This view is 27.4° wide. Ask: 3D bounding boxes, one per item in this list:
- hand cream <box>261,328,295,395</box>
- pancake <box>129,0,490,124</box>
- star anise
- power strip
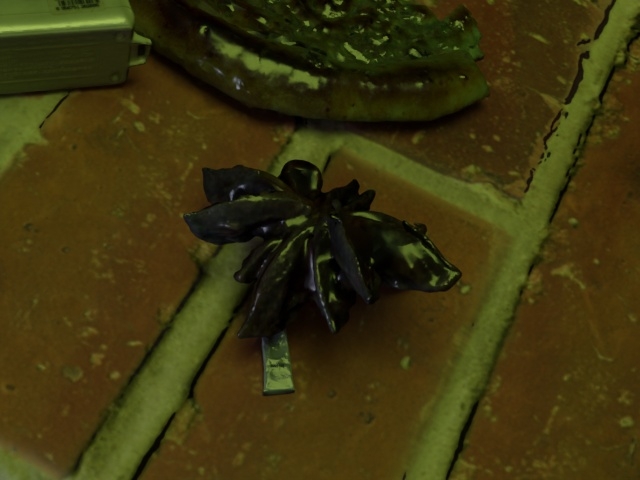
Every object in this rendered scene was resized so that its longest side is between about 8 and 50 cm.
[{"bbox_3d":[-0.042,0.100,1.224,0.030,0.019,0.093,0,56,-13],"label":"hand cream"},{"bbox_3d":[-0.010,-0.247,1.460,0.427,0.067,0.304,27,50,8],"label":"pancake"},{"bbox_3d":[-0.004,0.001,1.232,0.283,0.129,0.212,27,36,17],"label":"star anise"},{"bbox_3d":[-0.340,-0.193,1.311,0.338,0.098,0.058,-8,56,-20],"label":"power strip"}]
